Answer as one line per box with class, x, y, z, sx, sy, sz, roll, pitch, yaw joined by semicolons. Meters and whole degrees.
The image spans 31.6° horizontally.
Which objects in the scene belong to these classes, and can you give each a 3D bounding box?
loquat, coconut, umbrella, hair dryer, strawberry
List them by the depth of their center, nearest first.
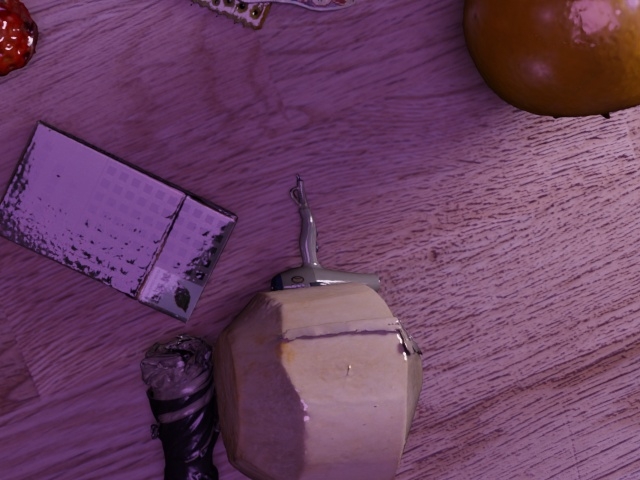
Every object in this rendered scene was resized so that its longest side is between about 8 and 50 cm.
strawberry;-0.510;-0.296;1.555;0.245;0.205;0.205;10;96;-29
loquat;0.360;-0.338;1.578;0.329;0.328;0.359;-10;117;-6
coconut;0.005;0.214;1.613;0.323;0.323;0.322;-1;97;-8
umbrella;-0.203;0.318;1.720;0.113;0.106;0.357;-3;105;2
hair dryer;0.017;0.012;1.733;0.167;0.067;0.199;13;81;-18

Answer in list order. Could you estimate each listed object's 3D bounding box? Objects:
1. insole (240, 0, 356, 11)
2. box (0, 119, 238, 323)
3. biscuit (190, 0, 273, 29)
insole;-0.037;-0.376;1.677;0.197;0.004;0.065;1;98;-15
box;-0.305;-0.027;1.674;0.325;0.047;0.180;26;93;-9
biscuit;-0.169;-0.412;1.660;0.232;0.016;0.139;24;92;-10
